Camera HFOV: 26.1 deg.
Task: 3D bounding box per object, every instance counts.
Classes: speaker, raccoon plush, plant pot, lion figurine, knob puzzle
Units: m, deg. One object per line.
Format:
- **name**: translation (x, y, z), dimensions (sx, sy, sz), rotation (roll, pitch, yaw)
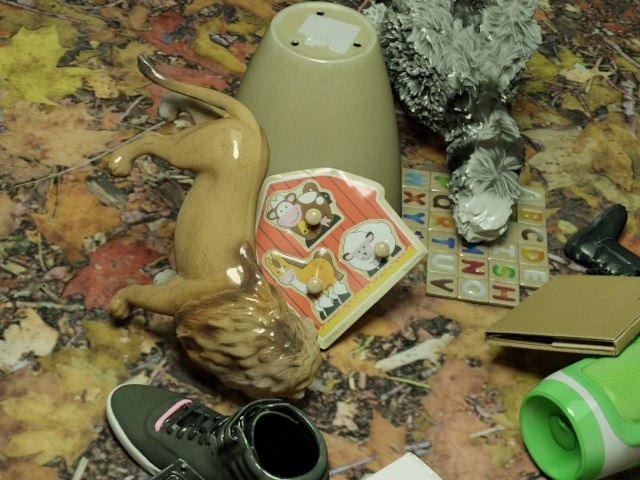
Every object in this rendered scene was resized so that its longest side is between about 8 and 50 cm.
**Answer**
- **speaker**: translation (0.371, 0.170, 1.557), dimensions (0.296, 0.131, 0.131), rotation (-19, 50, -28)
- **raccoon plush**: translation (0.137, -0.195, 1.913), dimensions (0.216, 0.299, 0.446), rotation (15, 72, -15)
- **plant pot**: translation (-0.008, -0.147, 1.712), dimensions (0.256, 0.274, 0.256), rotation (4, 42, -4)
- **lion figurine**: translation (-0.115, -0.018, 1.548), dimensions (0.240, 0.392, 0.142), rotation (2, 10, 38)
- **knob puzzle**: translation (0.000, 0.000, 1.613), dimensions (0.213, 0.213, 0.030), rotation (12, 1, 3)

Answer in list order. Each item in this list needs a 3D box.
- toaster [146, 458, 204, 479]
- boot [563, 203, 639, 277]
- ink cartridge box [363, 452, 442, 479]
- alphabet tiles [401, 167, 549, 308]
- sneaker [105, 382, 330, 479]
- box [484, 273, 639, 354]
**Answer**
- **toaster**: translation (-0.147, 0.326, 1.306), dimensions (0.168, 0.110, 0.186), rotation (37, 49, 27)
- **boot**: translation (0.385, 0.012, 1.786), dimensions (0.121, 0.045, 0.099), rotation (-33, 55, -28)
- **ink cartridge box**: translation (0.038, 0.319, 1.267), dimensions (0.160, 0.219, 0.092), rotation (-26, 53, -32)
- **alphabet tiles**: translation (0.198, -0.004, 1.797), dimensions (0.198, 0.009, 0.237), rotation (9, 42, -1)
- **sneaker**: translation (-0.100, 0.197, 1.427), dimensions (0.296, 0.147, 0.104), rotation (30, 48, 22)
- **box**: translation (0.311, 0.083, 1.630), dimensions (0.164, 0.021, 0.201), rotation (1, 20, 35)
